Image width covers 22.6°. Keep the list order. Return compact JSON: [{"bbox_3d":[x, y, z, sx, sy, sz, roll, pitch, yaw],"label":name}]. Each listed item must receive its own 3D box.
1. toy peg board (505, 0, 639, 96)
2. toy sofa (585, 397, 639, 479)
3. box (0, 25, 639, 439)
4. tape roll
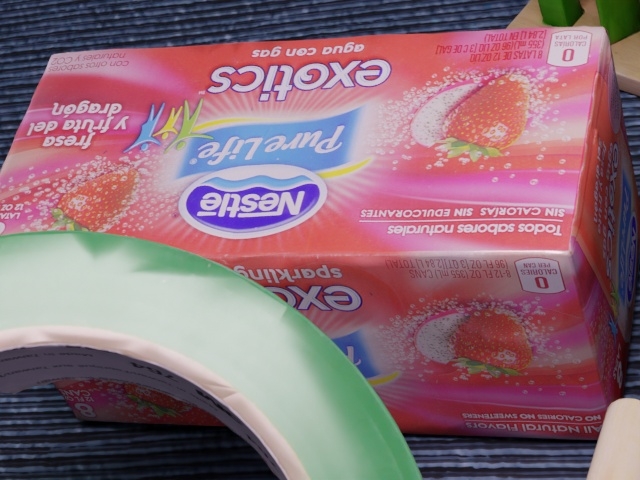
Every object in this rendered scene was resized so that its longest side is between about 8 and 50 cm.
[{"bbox_3d":[0.208,-0.166,0.920,0.161,0.079,0.161,25,63,35],"label":"toy peg board"},{"bbox_3d":[0.240,0.125,0.517,0.362,0.177,0.150,-6,49,42],"label":"toy sofa"},{"bbox_3d":[0.000,0.000,0.806,0.299,0.154,0.142,0,51,20],"label":"box"},{"bbox_3d":[-0.107,0.159,0.659,0.321,0.077,0.321,0,73,1],"label":"tape roll"}]
